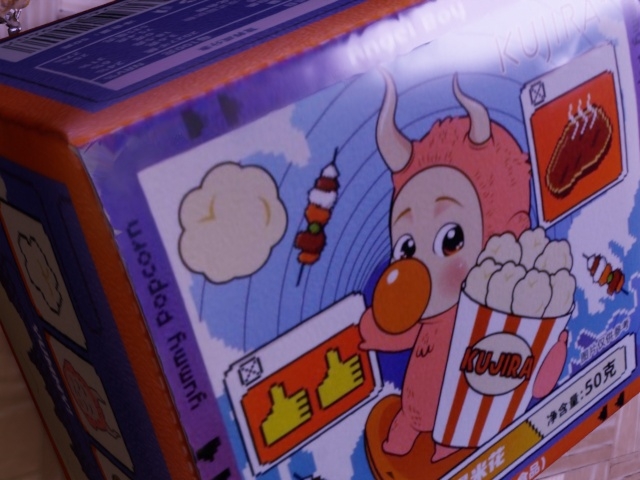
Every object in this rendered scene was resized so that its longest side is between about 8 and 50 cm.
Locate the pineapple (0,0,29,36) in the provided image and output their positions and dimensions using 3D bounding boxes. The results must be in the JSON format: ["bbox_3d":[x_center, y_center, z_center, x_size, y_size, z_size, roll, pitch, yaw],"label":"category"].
[{"bbox_3d":[-0.207,-0.210,0.487,0.224,0.076,0.225,-8,104,-34],"label":"pineapple"}]

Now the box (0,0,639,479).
[{"bbox_3d":[0.000,0.000,0.557,0.348,0.256,0.319,-28,119,-30],"label":"box"}]
